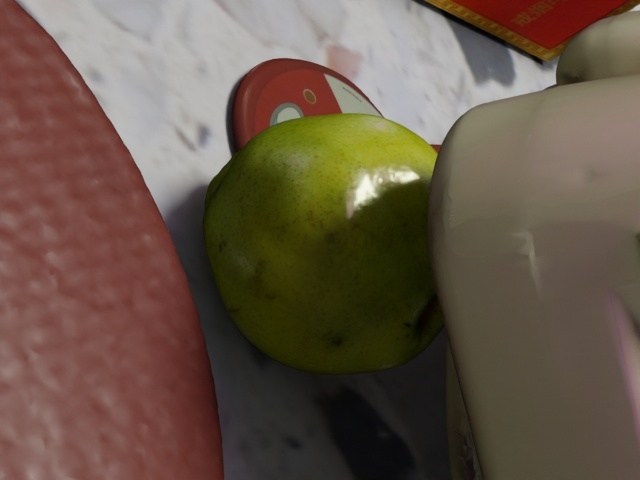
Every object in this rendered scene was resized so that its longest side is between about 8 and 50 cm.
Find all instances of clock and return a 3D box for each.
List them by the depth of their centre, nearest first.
[{"bbox_3d":[0.141,0.055,0.568,0.309,0.114,0.284,-41,117,-62],"label":"clock"}]

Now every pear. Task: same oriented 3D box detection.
[{"bbox_3d":[0.000,0.000,0.530,0.097,0.092,0.092,26,21,30],"label":"pear"}]

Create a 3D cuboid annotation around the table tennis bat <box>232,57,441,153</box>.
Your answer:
[{"bbox_3d":[0.021,-0.031,0.638,0.154,0.019,0.098,-2,65,-48],"label":"table tennis bat"}]

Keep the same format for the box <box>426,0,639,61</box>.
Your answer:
[{"bbox_3d":[0.086,-0.178,0.711,0.240,0.153,0.074,17,56,-44],"label":"box"}]

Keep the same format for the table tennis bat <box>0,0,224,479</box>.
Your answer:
[{"bbox_3d":[-0.154,-0.036,0.399,0.268,0.051,0.415,-14,76,-55],"label":"table tennis bat"}]
